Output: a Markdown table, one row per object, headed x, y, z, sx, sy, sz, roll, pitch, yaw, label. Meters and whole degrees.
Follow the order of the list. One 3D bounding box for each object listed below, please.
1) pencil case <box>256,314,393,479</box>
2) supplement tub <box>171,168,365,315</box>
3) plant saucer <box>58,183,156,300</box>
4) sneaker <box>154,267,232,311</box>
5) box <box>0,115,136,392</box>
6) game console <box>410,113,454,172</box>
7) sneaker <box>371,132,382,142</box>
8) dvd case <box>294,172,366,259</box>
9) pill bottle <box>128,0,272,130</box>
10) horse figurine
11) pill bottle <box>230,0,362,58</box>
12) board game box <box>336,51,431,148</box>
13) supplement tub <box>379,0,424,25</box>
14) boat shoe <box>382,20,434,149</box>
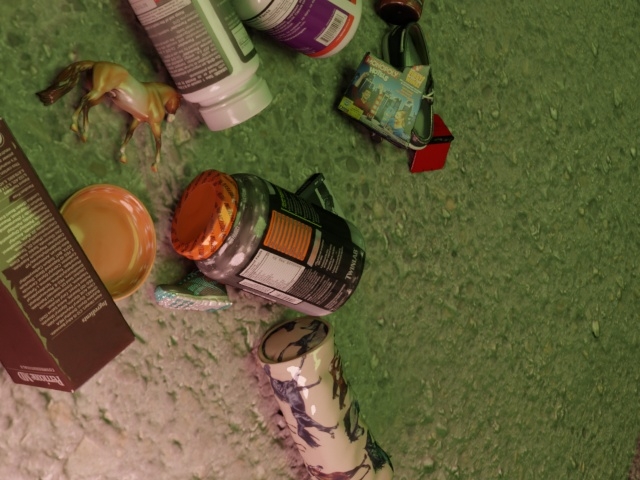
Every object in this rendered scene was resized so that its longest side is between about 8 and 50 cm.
| x | y | z | sx | sy | sz | roll | pitch | yaw | label |
| --- | --- | --- | --- | --- | --- | --- | --- | --- | --- |
| 0.015 | 0.349 | 1.675 | 0.183 | 0.159 | 0.411 | -46 | 120 | -49 | pencil case |
| -0.096 | 0.004 | 1.535 | 0.338 | 0.207 | 0.207 | 25 | 70 | -36 | supplement tub |
| -0.369 | 0.004 | 1.383 | 0.200 | 0.037 | 0.200 | 3 | 86 | -47 | plant saucer |
| -0.239 | 0.087 | 1.509 | 0.166 | 0.065 | 0.076 | 12 | 62 | -49 | sneaker |
| -0.453 | 0.029 | 1.186 | 0.143 | 0.191 | 0.382 | -45 | 118 | -38 | box |
| 0.265 | -0.250 | 2.081 | 0.144 | 0.085 | 0.124 | -11 | 65 | -47 | game console |
| 0.139 | -0.274 | 1.936 | 0.035 | 0.031 | 0.083 | -17 | 99 | -46 | sneaker |
| 0.000 | 0.000 | 1.775 | 0.179 | 0.029 | 0.239 | -48 | 121 | -37 | dvd case |
| -0.211 | -0.353 | 1.480 | 0.161 | 0.161 | 0.283 | -47 | 119 | -37 | pill bottle |
| -0.346 | -0.234 | 1.402 | 0.263 | 0.066 | 0.175 | 26 | 70 | -43 | horse figurine |
| -0.079 | -0.495 | 1.615 | 0.322 | 0.181 | 0.182 | 17 | 76 | -44 | pill bottle |
| 0.159 | -0.341 | 1.873 | 0.194 | 0.060 | 0.194 | 28 | 91 | -17 | board game box |
| 0.209 | -0.630 | 1.980 | 0.106 | 0.106 | 0.198 | 27 | 68 | -42 | supplement tub |
| 0.222 | -0.372 | 1.959 | 0.114 | 0.091 | 0.303 | -14 | 88 | -36 | boat shoe |
